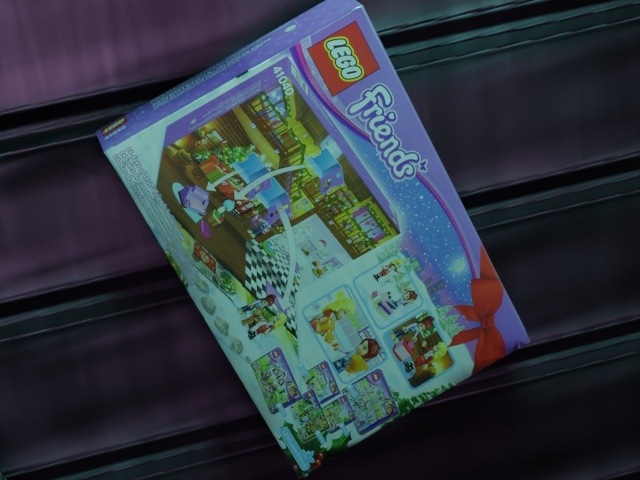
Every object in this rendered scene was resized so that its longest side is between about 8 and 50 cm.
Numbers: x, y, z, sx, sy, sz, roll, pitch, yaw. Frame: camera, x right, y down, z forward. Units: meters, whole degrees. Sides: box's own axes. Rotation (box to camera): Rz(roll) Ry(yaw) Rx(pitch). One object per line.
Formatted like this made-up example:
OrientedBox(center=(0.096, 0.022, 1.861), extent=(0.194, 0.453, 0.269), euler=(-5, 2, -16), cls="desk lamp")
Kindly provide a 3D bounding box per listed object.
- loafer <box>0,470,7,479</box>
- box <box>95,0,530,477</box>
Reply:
OrientedBox(center=(-0.242, 0.209, 1.207), extent=(0.076, 0.078, 0.223), euler=(-22, 113, -7), cls="loafer")
OrientedBox(center=(0.000, 0.000, 1.212), extent=(0.201, 0.057, 0.293), euler=(-30, 113, -3), cls="box")
